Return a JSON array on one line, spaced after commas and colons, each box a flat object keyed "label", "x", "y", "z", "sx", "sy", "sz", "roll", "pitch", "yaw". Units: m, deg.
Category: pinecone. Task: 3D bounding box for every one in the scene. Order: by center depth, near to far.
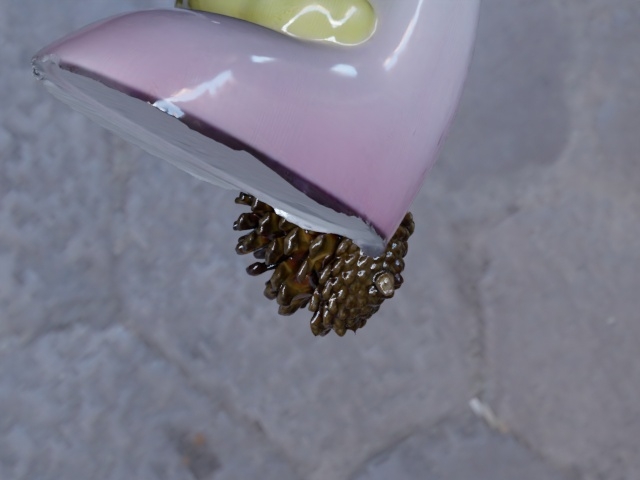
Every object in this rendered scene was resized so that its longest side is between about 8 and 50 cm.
[{"label": "pinecone", "x": 0.000, "y": -0.001, "z": 1.169, "sx": 0.109, "sy": 0.102, "sz": 0.102, "roll": 40, "pitch": 47, "yaw": 1}]

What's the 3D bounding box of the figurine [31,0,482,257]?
[{"label": "figurine", "x": -0.032, "y": -0.194, "z": 0.886, "sx": 0.284, "sy": 0.206, "sz": 0.315, "roll": 24, "pitch": 79, "yaw": 2}]
